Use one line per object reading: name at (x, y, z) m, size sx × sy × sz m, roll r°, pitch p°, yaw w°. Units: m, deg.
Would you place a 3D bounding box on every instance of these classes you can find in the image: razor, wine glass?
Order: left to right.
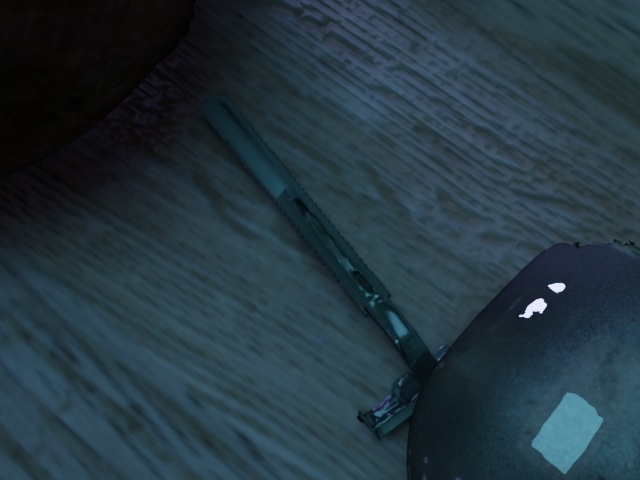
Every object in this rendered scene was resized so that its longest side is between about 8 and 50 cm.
razor at (-0.001, -0.003, 0.458) m, size 0.084 × 0.036 × 0.211 m, roll -36°, pitch 74°, yaw -8°
wine glass at (0.080, 0.121, 0.369) m, size 0.126 × 0.126 × 0.241 m, roll 35°, pitch 79°, yaw 14°

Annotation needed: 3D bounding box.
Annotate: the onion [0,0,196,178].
onion at (-0.212, -0.186, 0.394) m, size 0.353 × 0.354 × 0.354 m, roll -1°, pitch 73°, yaw 5°
